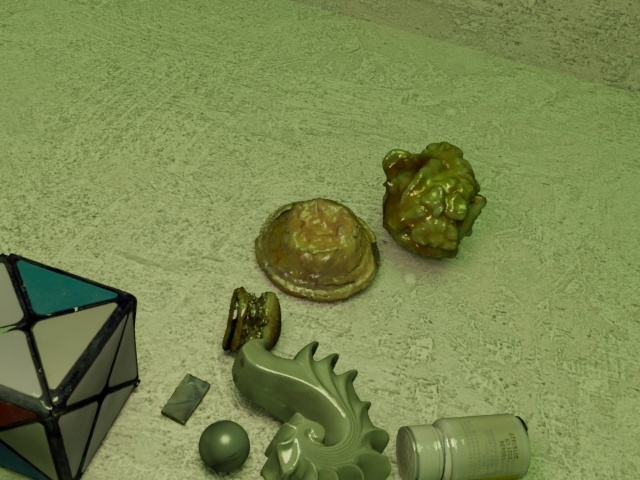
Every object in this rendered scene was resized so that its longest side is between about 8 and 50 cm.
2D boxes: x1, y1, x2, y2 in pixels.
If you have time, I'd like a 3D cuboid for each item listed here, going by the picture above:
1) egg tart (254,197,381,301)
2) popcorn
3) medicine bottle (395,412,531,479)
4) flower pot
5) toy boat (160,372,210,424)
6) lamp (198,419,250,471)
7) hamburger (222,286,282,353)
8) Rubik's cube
[{"bbox_3d":[0.000,0.000,1.902,0.352,0.150,0.352,4,46,-4],"label":"egg tart"},{"bbox_3d":[0.304,-0.100,1.974,0.274,0.279,0.335,2,28,3],"label":"popcorn"},{"bbox_3d":[0.300,0.445,1.531,0.258,0.143,0.143,1,46,-14],"label":"medicine bottle"},{"bbox_3d":[-0.021,0.362,1.503,0.254,0.164,0.367,1,44,-28],"label":"flower pot"},{"bbox_3d":[-0.294,0.346,1.581,0.063,0.016,0.115,24,46,10],"label":"toy boat"},{"bbox_3d":[-0.195,0.418,1.472,0.105,0.105,0.105,7,45,-7],"label":"lamp"},{"bbox_3d":[-0.151,0.191,1.668,0.131,0.159,0.185,12,25,-5],"label":"hamburger"},{"bbox_3d":[-0.556,0.246,1.410,0.305,0.307,0.310,18,43,7],"label":"Rubik's cube"}]
